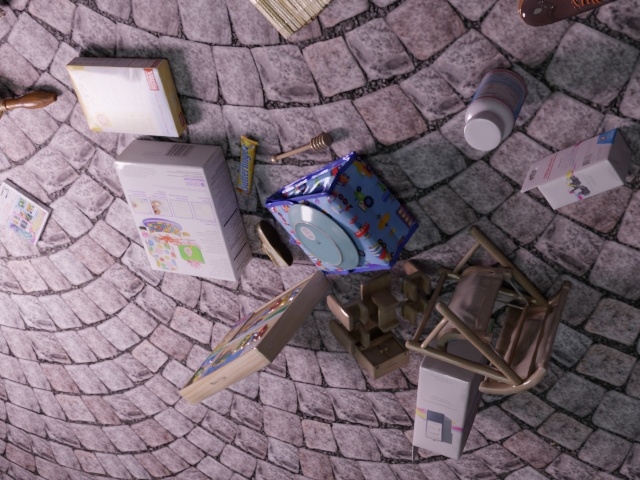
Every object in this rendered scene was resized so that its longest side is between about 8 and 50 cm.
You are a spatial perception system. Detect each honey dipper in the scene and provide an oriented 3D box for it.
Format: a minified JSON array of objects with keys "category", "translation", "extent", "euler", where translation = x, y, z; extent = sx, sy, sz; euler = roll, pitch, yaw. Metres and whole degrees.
[{"category":"honey dipper","translation":[-0.044,-0.189,1.980],"extent":[0.160,0.030,0.030],"euler":[-17,119,40]}]

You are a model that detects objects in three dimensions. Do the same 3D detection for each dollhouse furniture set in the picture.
[{"category":"dollhouse furniture set","translation":[0.114,0.162,2.099],"extent":[0.161,0.212,0.242],"euler":[46,150,43]}]

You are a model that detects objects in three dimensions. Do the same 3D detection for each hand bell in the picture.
[{"category":"hand bell","translation":[-0.724,-0.316,2.190],"extent":[0.242,0.126,0.126],"euler":[-5,127,17]}]

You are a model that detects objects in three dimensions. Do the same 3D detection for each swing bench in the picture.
[{"category":"swing bench","translation":[0.349,0.156,1.918],"extent":[0.254,0.253,0.165],"euler":[31,136,0]}]

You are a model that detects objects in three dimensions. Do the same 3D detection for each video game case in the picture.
[{"category":"video game case","translation":[-0.793,-0.073,2.486],"extent":[0.143,0.019,0.157],"euler":[34,135,-4]}]

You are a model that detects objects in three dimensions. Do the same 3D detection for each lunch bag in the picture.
[{"category":"lunch bag","translation":[0.024,-0.039,2.030],"extent":[0.221,0.138,0.293],"euler":[48,146,-19]}]

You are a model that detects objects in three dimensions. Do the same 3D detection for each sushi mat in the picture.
[{"category":"sushi mat","translation":[-0.125,-0.521,1.733],"extent":[0.316,0.019,0.151],"euler":[44,133,-14]}]

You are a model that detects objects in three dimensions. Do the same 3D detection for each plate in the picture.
[{"category":"plate","translation":[0.000,0.000,1.971],"extent":[0.188,0.024,0.188],"euler":[34,156,17]}]

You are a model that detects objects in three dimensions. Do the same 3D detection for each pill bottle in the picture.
[{"category":"pill bottle","translation":[0.307,-0.230,1.662],"extent":[0.087,0.160,0.087],"euler":[15,134,16]}]

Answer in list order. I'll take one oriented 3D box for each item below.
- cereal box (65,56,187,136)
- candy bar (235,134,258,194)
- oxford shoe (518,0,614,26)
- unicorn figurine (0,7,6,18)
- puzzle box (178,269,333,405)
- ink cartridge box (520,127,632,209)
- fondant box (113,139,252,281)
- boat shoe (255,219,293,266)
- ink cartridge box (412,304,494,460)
[{"category":"cereal box","translation":[-0.422,-0.315,2.053],"extent":[0.240,0.047,0.173],"euler":[7,131,22]},{"category":"candy bar","translation":[-0.163,-0.164,2.072],"extent":[0.040,0.018,0.161],"euler":[21,135,10]},{"category":"oxford shoe","translation":[0.423,-0.409,1.485],"extent":[0.271,0.098,0.097],"euler":[-27,113,41]},{"category":"unicorn figurine","translation":[-0.745,-0.509,2.052],"extent":[0.111,0.060,0.162],"euler":[44,151,-14]},{"category":"puzzle box","translation":[-0.157,0.232,2.210],"extent":[0.052,0.272,0.409],"euler":[46,141,-8]},{"category":"ink cartridge box","translation":[0.466,-0.123,1.713],"extent":[0.181,0.104,0.061],"euler":[-22,116,40]},{"category":"fondant box","translation":[-0.314,-0.068,2.183],"extent":[0.238,0.096,0.330],"euler":[7,130,23]},{"category":"boat shoe","translation":[-0.116,0.013,2.181],"extent":[0.045,0.050,0.135],"euler":[-16,120,31]},{"category":"ink cartridge box","translation":[0.300,0.349,2.148],"extent":[0.119,0.207,0.353],"euler":[16,135,17]}]
